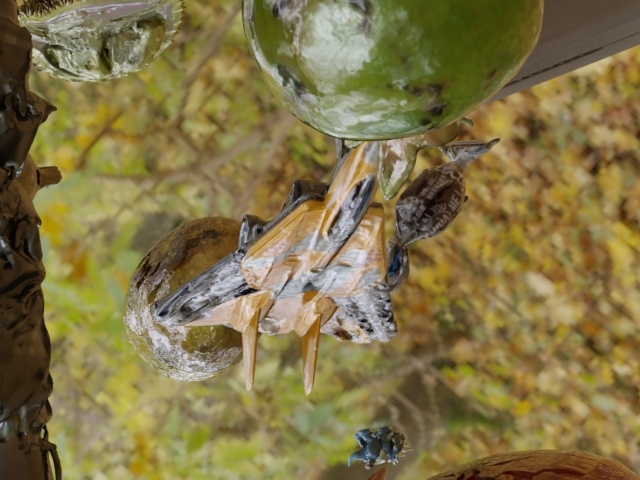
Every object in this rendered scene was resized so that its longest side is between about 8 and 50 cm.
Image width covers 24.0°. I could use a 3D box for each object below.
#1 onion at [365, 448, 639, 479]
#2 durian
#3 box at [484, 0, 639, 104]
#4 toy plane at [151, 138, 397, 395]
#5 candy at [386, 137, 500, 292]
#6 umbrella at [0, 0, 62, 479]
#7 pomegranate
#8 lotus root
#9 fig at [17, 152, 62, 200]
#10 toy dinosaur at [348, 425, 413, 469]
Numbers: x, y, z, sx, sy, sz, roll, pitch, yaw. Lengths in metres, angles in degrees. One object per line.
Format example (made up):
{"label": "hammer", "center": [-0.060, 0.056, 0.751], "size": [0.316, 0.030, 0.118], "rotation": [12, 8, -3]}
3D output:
{"label": "onion", "center": [0.135, 0.310, 1.060], "size": [0.354, 0.353, 0.353], "rotation": [39, 170, 8]}
{"label": "durian", "center": [-0.248, -0.226, 1.525], "size": [0.146, 0.208, 0.102], "rotation": [115, 144, -44]}
{"label": "box", "center": [0.162, -0.178, 1.266], "size": [0.055, 0.244, 0.103], "rotation": [83, 162, -56]}
{"label": "toy plane", "center": [-0.001, -0.010, 1.124], "size": [0.204, 0.103, 0.316], "rotation": [6, 139, -15]}
{"label": "candy", "center": [0.100, -0.034, 1.552], "size": [0.094, 0.226, 0.051], "rotation": [28, 156, 42]}
{"label": "umbrella", "center": [-0.213, -0.003, 0.821], "size": [0.154, 0.336, 0.128], "rotation": [-10, 172, 43]}
{"label": "pomegranate", "center": [0.037, -0.119, 0.812], "size": [0.156, 0.156, 0.220], "rotation": [39, 172, 7]}
{"label": "lotus root", "center": [-0.118, 0.055, 1.507], "size": [0.141, 0.169, 0.314], "rotation": [35, 165, -6]}
{"label": "fig", "center": [-0.400, -0.064, 1.844], "size": [0.148, 0.186, 0.142], "rotation": [122, 142, -52]}
{"label": "toy dinosaur", "center": [0.070, 0.253, 1.823], "size": [0.030, 0.083, 0.047], "rotation": [129, 133, -55]}
